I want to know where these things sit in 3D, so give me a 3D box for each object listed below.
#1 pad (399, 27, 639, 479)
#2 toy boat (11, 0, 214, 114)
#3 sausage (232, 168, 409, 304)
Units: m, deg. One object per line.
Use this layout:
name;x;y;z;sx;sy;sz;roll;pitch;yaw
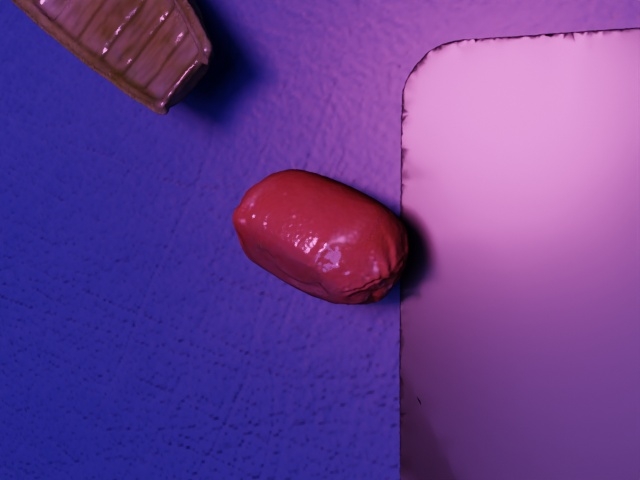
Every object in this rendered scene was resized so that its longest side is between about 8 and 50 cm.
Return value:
pad;0.124;0.031;0.449;0.181;0.004;0.267;2;92;23
toy boat;-0.157;-0.180;0.542;0.293;0.055;0.093;46;107;17
sausage;0.000;0.000;0.472;0.094;0.054;0.059;27;141;23
